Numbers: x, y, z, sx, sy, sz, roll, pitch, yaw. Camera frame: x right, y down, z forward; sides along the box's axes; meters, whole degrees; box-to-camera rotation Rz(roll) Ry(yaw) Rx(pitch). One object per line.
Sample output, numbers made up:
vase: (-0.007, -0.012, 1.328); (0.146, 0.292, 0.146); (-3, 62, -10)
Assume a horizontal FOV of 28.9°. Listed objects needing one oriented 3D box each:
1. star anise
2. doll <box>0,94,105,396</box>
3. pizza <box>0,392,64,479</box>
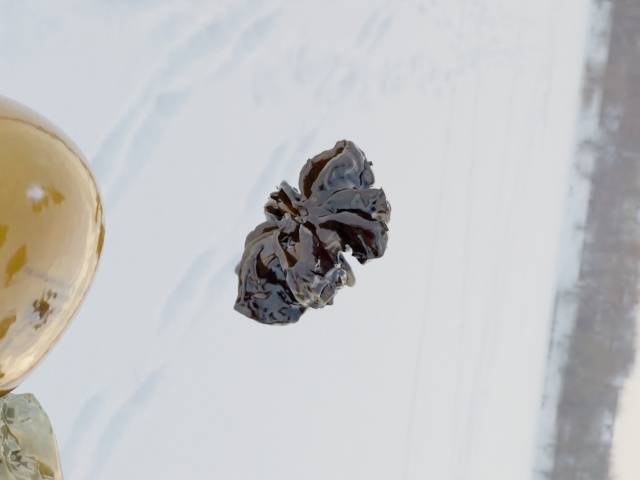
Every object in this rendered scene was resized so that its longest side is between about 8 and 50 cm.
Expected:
star anise: (0.000, 0.000, 1.306); (0.220, 0.126, 0.190); (-57, -165, -27)
doll: (-0.259, -0.017, 0.790); (0.213, 0.236, 0.213); (-50, 163, -22)
pizza: (-0.214, 0.360, 0.900); (0.435, 0.080, 0.392); (-109, -153, -45)
